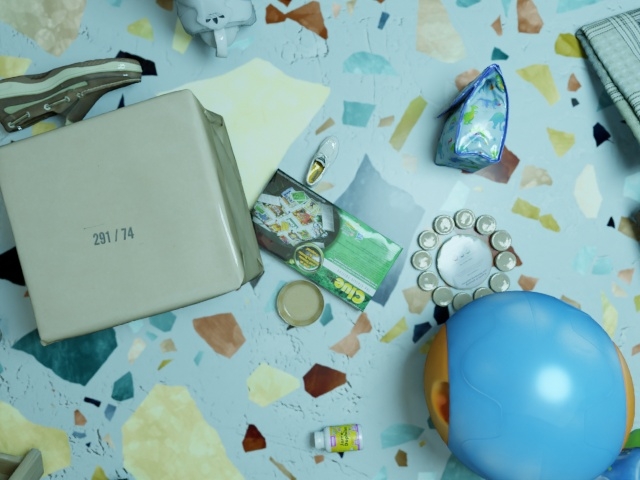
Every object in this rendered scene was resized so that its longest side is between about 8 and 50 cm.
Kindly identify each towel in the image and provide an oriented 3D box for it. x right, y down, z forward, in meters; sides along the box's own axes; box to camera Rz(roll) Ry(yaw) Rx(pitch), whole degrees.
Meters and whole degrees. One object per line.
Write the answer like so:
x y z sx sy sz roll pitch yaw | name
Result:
0.633 -0.276 0.789 0.312 0.056 0.324 -15 67 -1 | towel

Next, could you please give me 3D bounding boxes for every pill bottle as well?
0.032 0.345 0.846 0.083 0.043 0.043 -5 91 -1 | pill bottle

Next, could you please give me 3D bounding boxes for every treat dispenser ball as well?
0.301 0.219 0.728 0.288 0.288 0.288 0 91 -1 | treat dispenser ball

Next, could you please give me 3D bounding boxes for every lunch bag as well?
0.251 -0.199 0.802 0.096 0.129 0.151 13 91 -2 | lunch bag

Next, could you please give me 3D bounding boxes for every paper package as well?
-0.288 -0.035 0.762 0.325 0.168 0.309 -15 91 5 | paper package

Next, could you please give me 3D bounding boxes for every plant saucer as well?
-0.035 0.110 0.856 0.083 0.015 0.083 0 90 -1 | plant saucer

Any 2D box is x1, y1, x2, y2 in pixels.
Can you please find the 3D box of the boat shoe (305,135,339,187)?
0.003 -0.138 0.844 0.035 0.035 0.100 32 90 -1 | boat shoe

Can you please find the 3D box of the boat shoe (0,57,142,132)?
-0.418 -0.237 0.816 0.257 0.095 0.095 -10 105 5 | boat shoe

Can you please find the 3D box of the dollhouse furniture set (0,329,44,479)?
-0.585 0.259 0.690 0.256 0.362 0.394 12 118 0 | dollhouse furniture set

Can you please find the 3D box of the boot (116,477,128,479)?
-0.443 0.537 0.755 0.222 0.118 0.338 22 88 -34 | boot

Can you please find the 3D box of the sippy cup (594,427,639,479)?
0.446 0.417 0.719 0.240 0.224 0.305 18 50 -10 | sippy cup

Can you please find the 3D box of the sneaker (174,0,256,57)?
-0.197 -0.472 0.792 0.137 0.210 0.366 -12 57 -1 | sneaker

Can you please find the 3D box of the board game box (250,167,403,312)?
0.000 0.000 0.850 0.259 0.030 0.136 33 88 -1 | board game box

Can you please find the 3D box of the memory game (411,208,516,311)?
0.256 0.036 0.863 0.186 0.012 0.186 0 90 -2 | memory game

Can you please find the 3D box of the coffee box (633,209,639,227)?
0.681 -0.032 0.796 0.246 0.098 0.141 -15 68 -7 | coffee box
